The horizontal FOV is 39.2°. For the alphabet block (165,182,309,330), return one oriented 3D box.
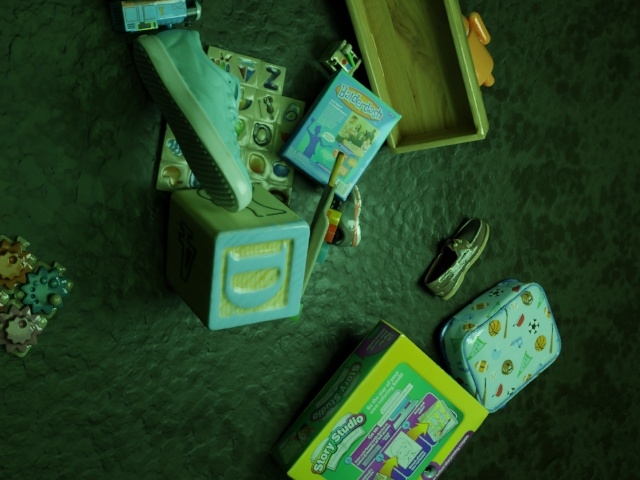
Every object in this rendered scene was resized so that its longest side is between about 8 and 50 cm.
[{"bbox_3d":[-0.154,0.024,1.626,0.192,0.197,0.193,-6,118,-31],"label":"alphabet block"}]

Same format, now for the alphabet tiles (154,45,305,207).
[{"bbox_3d":[-0.168,-0.186,1.734,0.285,0.011,0.342,9,90,-32],"label":"alphabet tiles"}]

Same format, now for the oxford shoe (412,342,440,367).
[{"bbox_3d":[0.193,0.269,1.980,0.212,0.076,0.076,32,105,-28],"label":"oxford shoe"}]

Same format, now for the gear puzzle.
[{"bbox_3d":[-0.577,0.044,1.486,0.339,0.044,0.175,40,75,-28],"label":"gear puzzle"}]

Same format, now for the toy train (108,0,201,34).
[{"bbox_3d":[-0.290,-0.427,1.598,0.184,0.080,0.105,-17,113,-31],"label":"toy train"}]

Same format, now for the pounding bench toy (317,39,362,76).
[{"bbox_3d":[0.050,-0.361,1.806,0.065,0.083,0.052,43,73,-27],"label":"pounding bench toy"}]

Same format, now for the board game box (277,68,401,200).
[{"bbox_3d":[0.039,-0.210,1.792,0.160,0.047,0.210,36,84,-17],"label":"board game box"}]

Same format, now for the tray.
[{"bbox_3d":[0.189,-0.386,1.797,0.076,0.203,0.411,-57,134,-55],"label":"tray"}]

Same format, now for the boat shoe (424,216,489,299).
[{"bbox_3d":[0.304,0.032,2.009,0.073,0.073,0.207,38,75,-31],"label":"boat shoe"}]

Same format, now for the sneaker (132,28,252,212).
[{"bbox_3d":[-0.186,-0.227,1.572,0.150,0.135,0.366,-25,79,-21],"label":"sneaker"}]

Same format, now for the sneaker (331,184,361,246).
[{"bbox_3d":[0.044,-0.060,1.851,0.065,0.061,0.157,-9,98,-22],"label":"sneaker"}]

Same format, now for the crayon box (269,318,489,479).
[{"bbox_3d":[0.129,0.401,1.887,0.313,0.106,0.363,42,85,-27],"label":"crayon box"}]

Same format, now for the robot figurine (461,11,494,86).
[{"bbox_3d":[0.279,-0.392,1.896,0.219,0.158,0.128,47,32,-34],"label":"robot figurine"}]

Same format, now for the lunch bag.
[{"bbox_3d":[0.414,0.248,2.079,0.303,0.115,0.243,-32,113,-26],"label":"lunch bag"}]

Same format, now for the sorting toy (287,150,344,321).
[{"bbox_3d":[0.000,0.000,1.707,0.047,0.196,0.347,19,113,-3],"label":"sorting toy"}]
